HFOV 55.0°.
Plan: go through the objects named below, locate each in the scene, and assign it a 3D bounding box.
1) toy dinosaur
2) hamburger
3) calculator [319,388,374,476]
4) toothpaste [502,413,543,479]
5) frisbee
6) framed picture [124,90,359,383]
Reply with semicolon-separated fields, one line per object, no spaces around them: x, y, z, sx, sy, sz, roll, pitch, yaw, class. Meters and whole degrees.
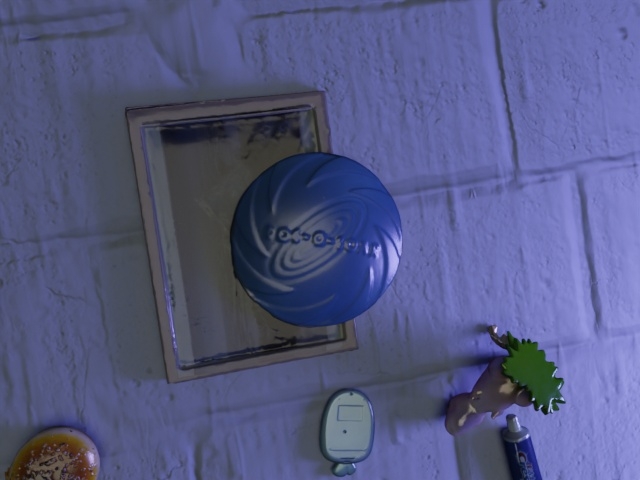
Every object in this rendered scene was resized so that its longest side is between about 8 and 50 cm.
0.317;0.260;1.056;0.152;0.177;0.194;41;56;-6;toy dinosaur
-0.409;0.354;0.941;0.141;0.081;0.126;-38;99;-8;hamburger
0.047;0.332;1.058;0.095;0.021;0.152;5;89;-11;calculator
0.377;0.438;1.117;0.069;0.047;0.268;-21;100;-22;toothpaste
0.000;0.001;0.992;0.290;0.049;0.289;0;92;-11;frisbee
-0.120;-0.011;1.006;0.326;0.028;0.445;-9;94;-11;framed picture
